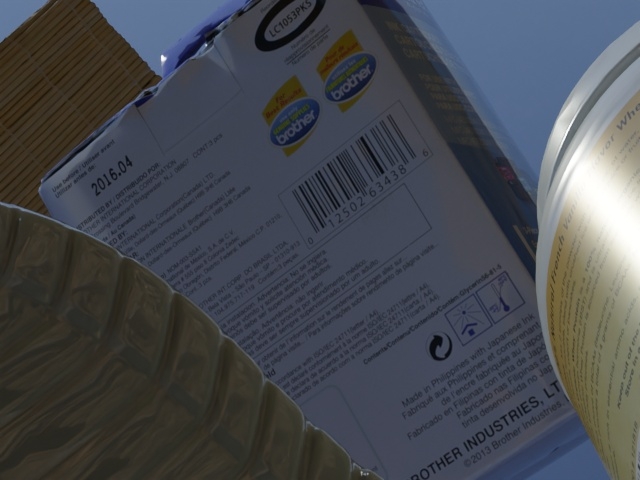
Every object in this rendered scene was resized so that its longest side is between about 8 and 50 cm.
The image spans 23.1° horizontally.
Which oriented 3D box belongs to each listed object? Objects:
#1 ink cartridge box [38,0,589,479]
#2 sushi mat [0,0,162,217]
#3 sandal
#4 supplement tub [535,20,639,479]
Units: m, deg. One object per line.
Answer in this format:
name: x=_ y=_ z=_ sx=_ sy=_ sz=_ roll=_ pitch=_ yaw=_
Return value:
ink cartridge box: x=0.000 y=0.000 z=1.024 sx=0.395 sy=0.270 sz=0.151 roll=59 pitch=-159 yaw=16
sushi mat: x=-0.277 y=-0.089 z=1.415 sx=0.151 sy=0.019 sz=0.316 roll=47 pitch=-121 yaw=-10
sandal: x=-0.044 y=0.142 z=0.606 sx=0.416 sy=0.102 sz=0.169 roll=35 pitch=-125 yaw=0
supplement tub: x=0.205 y=0.037 z=0.550 sx=0.228 sy=0.228 sz=0.316 roll=19 pitch=-160 yaw=-14
